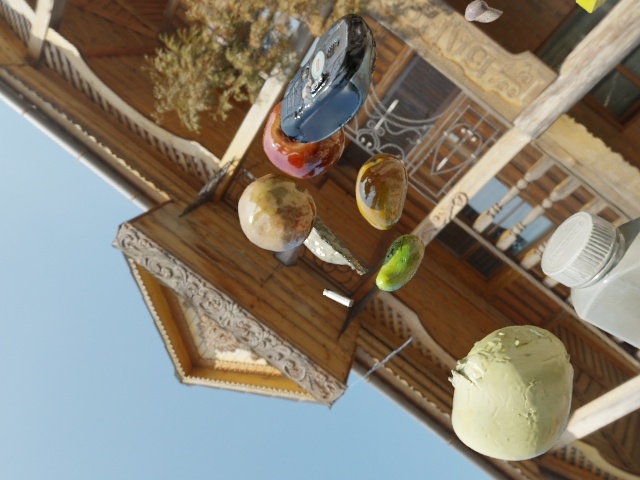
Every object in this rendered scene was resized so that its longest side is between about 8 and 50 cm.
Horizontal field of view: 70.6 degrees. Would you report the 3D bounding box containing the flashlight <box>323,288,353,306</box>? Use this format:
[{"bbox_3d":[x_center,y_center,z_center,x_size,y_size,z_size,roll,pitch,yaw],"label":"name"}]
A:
[{"bbox_3d":[0.045,0.144,1.148,0.083,0.018,0.018,22,-171,37],"label":"flashlight"}]

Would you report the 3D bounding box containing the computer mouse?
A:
[{"bbox_3d":[0.019,-0.254,0.745,0.097,0.233,0.137,21,-123,-26],"label":"computer mouse"}]

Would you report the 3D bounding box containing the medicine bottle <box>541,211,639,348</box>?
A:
[{"bbox_3d":[0.374,0.046,0.537,0.189,0.132,0.088,28,-140,0],"label":"medicine bottle"}]

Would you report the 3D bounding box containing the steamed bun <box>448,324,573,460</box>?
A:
[{"bbox_3d":[0.386,0.295,0.879,0.273,0.231,0.166,-7,-156,-33],"label":"steamed bun"}]

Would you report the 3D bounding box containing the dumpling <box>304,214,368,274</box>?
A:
[{"bbox_3d":[0.000,0.004,1.430,0.166,0.086,0.332,19,-159,-49],"label":"dumpling"}]

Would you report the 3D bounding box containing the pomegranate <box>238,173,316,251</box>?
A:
[{"bbox_3d":[-0.104,-0.063,1.081,0.191,0.191,0.191,26,-145,-19],"label":"pomegranate"}]

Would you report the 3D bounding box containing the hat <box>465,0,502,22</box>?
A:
[{"bbox_3d":[0.398,-0.565,1.102,0.087,0.042,0.058,8,-127,24],"label":"hat"}]

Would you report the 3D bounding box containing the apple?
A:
[{"bbox_3d":[-0.044,-0.272,1.200,0.218,0.218,0.201,47,-169,13],"label":"apple"}]

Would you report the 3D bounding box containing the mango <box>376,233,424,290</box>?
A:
[{"bbox_3d":[0.250,0.066,1.401,0.111,0.125,0.233,23,-130,25],"label":"mango"}]

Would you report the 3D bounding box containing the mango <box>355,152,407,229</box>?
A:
[{"bbox_3d":[0.169,-0.131,1.257,0.152,0.220,0.120,-10,-155,-31],"label":"mango"}]

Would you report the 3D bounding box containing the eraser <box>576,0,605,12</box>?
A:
[{"bbox_3d":[0.549,-0.510,0.856,0.045,0.097,0.122,52,-167,16],"label":"eraser"}]
